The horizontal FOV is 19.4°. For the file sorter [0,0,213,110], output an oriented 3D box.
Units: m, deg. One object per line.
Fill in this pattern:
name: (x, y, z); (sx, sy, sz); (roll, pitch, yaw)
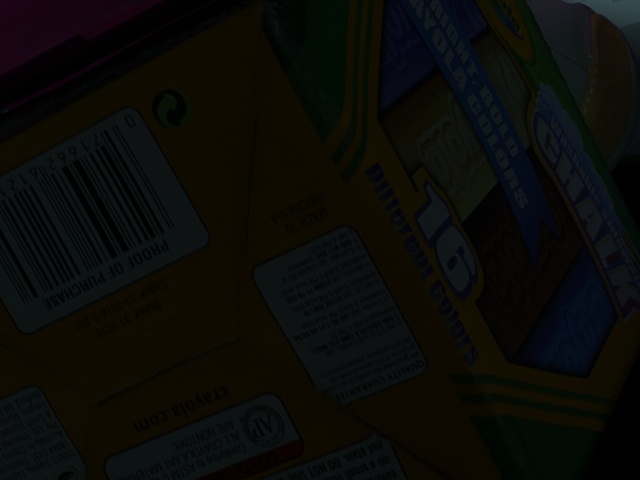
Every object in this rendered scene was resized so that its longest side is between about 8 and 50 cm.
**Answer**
file sorter: (-0.100, -0.137, 0.538); (0.202, 0.182, 0.290); (-25, 7, 21)

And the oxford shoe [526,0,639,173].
oxford shoe: (0.022, -0.026, 1.011); (0.130, 0.169, 0.449); (14, -19, -21)

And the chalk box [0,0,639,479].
chalk box: (0.000, 0.000, 0.669); (0.180, 0.179, 0.289); (-24, 7, 25)

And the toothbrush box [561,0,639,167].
toothbrush box: (0.259, -0.154, 1.028); (0.283, 0.122, 0.206); (-30, 8, -21)
